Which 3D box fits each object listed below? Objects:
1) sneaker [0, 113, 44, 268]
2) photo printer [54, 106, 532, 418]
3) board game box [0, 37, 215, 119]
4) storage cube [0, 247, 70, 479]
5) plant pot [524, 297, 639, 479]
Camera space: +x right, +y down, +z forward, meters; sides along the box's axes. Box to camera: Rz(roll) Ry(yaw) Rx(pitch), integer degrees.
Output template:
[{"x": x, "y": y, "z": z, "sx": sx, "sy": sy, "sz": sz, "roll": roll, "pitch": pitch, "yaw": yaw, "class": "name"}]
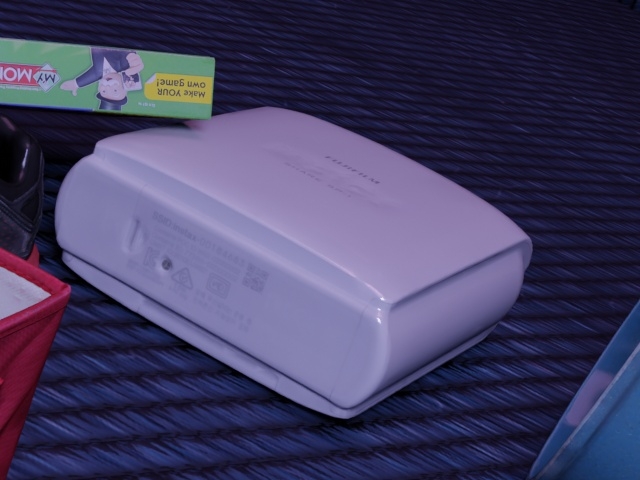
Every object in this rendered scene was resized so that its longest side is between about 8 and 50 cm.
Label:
[{"x": -0.261, "y": -0.021, "z": 0.912, "sx": 0.097, "sy": 0.135, "sz": 0.276, "roll": 36, "pitch": 26, "yaw": 32, "class": "sneaker"}, {"x": 0.000, "y": 0.000, "z": 1.160, "sx": 0.256, "sy": 0.107, "sz": 0.307, "roll": 28, "pitch": 21, "yaw": 21, "class": "photo printer"}, {"x": -0.257, "y": -0.116, "z": 1.129, "sx": 0.317, "sy": 0.046, "sz": 0.213, "roll": 3, "pitch": 4, "yaw": -24, "class": "board game box"}, {"x": -0.233, "y": 0.081, "z": 0.582, "sx": 0.215, "sy": 0.193, "sz": 0.183, "roll": 26, "pitch": 20, "yaw": 12, "class": "storage cube"}, {"x": 0.303, "y": 0.110, "z": 0.988, "sx": 0.255, "sy": 0.272, "sz": 0.271, "roll": 35, "pitch": 21, "yaw": 7, "class": "plant pot"}]
